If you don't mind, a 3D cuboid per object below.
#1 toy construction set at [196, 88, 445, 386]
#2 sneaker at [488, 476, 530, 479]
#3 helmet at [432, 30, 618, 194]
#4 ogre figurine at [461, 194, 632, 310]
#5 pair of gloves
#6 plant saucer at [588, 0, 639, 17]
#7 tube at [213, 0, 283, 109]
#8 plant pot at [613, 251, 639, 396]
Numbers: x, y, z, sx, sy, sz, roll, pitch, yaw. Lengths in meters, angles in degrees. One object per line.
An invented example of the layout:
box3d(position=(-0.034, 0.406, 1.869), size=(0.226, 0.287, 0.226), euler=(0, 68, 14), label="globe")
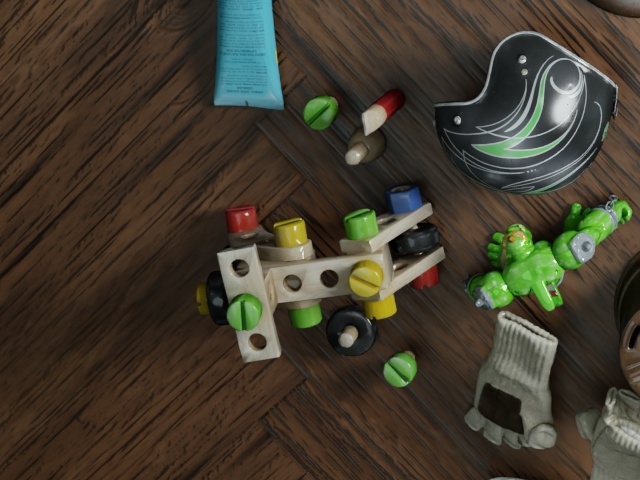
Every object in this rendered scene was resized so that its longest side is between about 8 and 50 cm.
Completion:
box3d(position=(0.000, 0.000, 1.906), size=(0.257, 0.237, 0.308), euler=(18, 108, 10), label="toy construction set")
box3d(position=(0.317, 0.400, 1.984), size=(0.366, 0.135, 0.150), euler=(29, 107, 7), label="sneaker")
box3d(position=(0.208, -0.125, 1.856), size=(0.169, 0.169, 0.161), euler=(32, 94, 5), label="helmet")
box3d(position=(0.234, 0.021, 1.911), size=(0.197, 0.118, 0.096), euler=(-10, 102, 17), label="ogre figurine")
box3d(position=(0.267, 0.199, 1.935), size=(0.240, 0.042, 0.204), euler=(33, 146, 16), label="pair of gloves")
box3d(position=(0.328, -0.323, 1.836), size=(0.199, 0.036, 0.198), euler=(4, 106, 13), label="plant saucer")
box3d(position=(-0.082, -0.243, 1.966), size=(0.080, 0.052, 0.207), euler=(6, 112, 19), label="tube")
box3d(position=(0.379, 0.093, 1.866), size=(0.167, 0.165, 0.167), euler=(4, 105, 14), label="plant pot")
